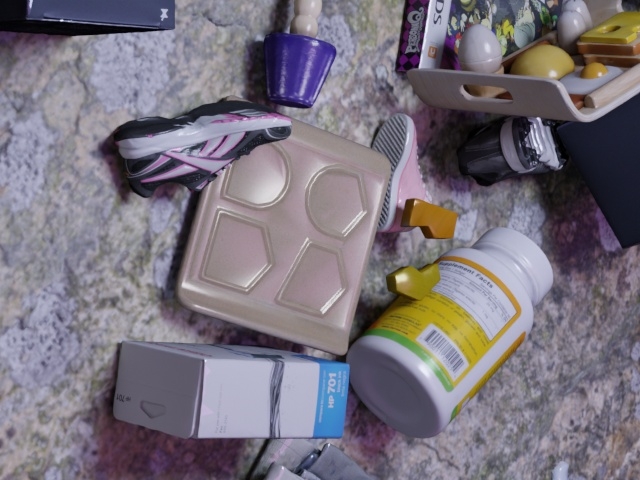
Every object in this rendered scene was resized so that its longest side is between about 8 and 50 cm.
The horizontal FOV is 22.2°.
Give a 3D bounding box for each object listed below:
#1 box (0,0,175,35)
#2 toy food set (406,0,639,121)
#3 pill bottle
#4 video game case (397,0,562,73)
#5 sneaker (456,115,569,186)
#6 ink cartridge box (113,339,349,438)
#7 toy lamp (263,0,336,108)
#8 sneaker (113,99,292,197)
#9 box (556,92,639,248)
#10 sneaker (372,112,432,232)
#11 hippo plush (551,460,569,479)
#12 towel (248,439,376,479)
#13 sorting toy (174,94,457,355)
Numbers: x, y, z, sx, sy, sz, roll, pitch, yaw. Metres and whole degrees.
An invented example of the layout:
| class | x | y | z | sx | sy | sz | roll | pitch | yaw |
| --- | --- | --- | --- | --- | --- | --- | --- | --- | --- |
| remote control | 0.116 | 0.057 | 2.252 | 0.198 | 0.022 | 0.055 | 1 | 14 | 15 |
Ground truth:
| class | x | y | z | sx | sy | sz | roll | pitch | yaw |
| --- | --- | --- | --- | --- | --- | --- | --- | --- | --- |
| box | -0.234 | -0.230 | 1.428 | 0.156 | 0.158 | 0.093 | -2 | 96 | -43 |
| toy food set | 0.274 | -0.223 | 1.801 | 0.306 | 0.219 | 0.092 | -32 | 117 | -35 |
| pill bottle | 0.153 | 0.095 | 1.834 | 0.245 | 0.136 | 0.136 | -43 | 121 | -32 |
| video game case | 0.194 | -0.276 | 1.900 | 0.232 | 0.042 | 0.210 | 11 | 88 | -43 |
| sneaker | 0.221 | -0.108 | 1.920 | 0.234 | 0.106 | 0.078 | -13 | 88 | -67 |
| ink cartridge box | -0.087 | 0.148 | 1.613 | 0.190 | 0.139 | 0.082 | 8 | 90 | -43 |
| toy lamp | -0.009 | -0.274 | 1.689 | 0.080 | 0.080 | 0.275 | 13 | 83 | -43 |
| sneaker | -0.116 | -0.088 | 1.609 | 0.178 | 0.072 | 0.077 | -11 | 114 | -17 |
| box | 0.491 | -0.163 | 1.916 | 0.294 | 0.296 | 0.183 | -37 | 99 | -41 |
| sneaker | 0.093 | -0.072 | 1.822 | 0.070 | 0.051 | 0.134 | 9 | 91 | -45 |
| hippo plush | 0.319 | 0.407 | 1.942 | 0.236 | 0.294 | 0.234 | 29 | 53 | -33 |
| towel | -0.008 | 0.399 | 1.770 | 0.312 | 0.056 | 0.324 | 40 | 67 | -38 |
| sorting toy | 0.000 | 0.000 | 1.720 | 0.307 | 0.041 | 0.229 | 19 | 77 | -30 |
